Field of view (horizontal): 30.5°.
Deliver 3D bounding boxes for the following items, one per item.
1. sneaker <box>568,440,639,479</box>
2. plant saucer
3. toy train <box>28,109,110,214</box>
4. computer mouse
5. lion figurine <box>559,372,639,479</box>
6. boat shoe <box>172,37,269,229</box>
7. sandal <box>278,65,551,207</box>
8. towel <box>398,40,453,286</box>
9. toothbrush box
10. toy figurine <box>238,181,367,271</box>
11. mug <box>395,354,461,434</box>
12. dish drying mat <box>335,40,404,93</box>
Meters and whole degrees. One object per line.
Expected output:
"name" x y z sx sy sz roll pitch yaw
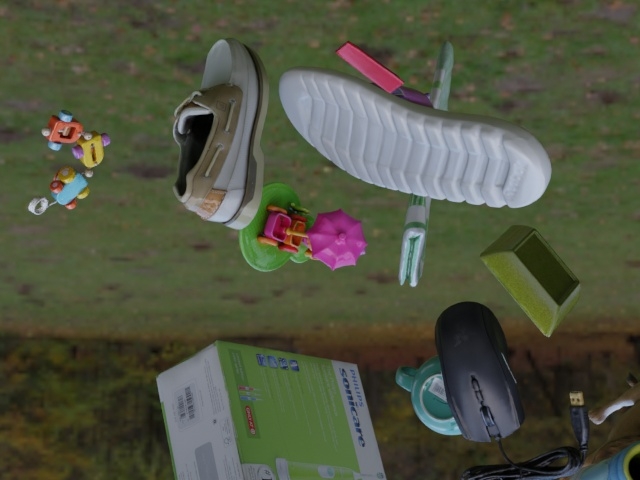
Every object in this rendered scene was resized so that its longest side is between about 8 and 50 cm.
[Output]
"sneaker" 0.514 0.372 1.589 0.319 0.127 0.208 19 147 -5
"plant saucer" 0.392 0.059 2.114 0.045 0.188 0.188 -42 176 34
"toy train" -0.378 -0.121 1.717 0.125 0.166 0.046 -7 -142 -49
"computer mouse" 0.249 0.201 1.543 0.184 0.262 0.060 -12 174 17
"lion figurine" 0.553 0.333 2.034 0.142 0.392 0.240 32 141 -5
"boat shoe" -0.140 -0.162 1.591 0.103 0.302 0.113 18 140 -30
"sandal" 0.128 -0.146 1.579 0.416 0.102 0.169 23 141 29
"towel" 0.172 -0.114 1.869 0.038 0.325 0.248 10 159 7
"toothbrush box" -0.056 0.259 1.516 0.122 0.206 0.283 -32 151 32
"toy figurine" 0.000 0.000 1.647 0.159 0.130 0.173 14 173 39
"mug" 0.196 0.244 1.850 0.157 0.129 0.097 -21 172 25
"dish drying mat" 0.057 -0.202 1.365 0.083 0.008 0.032 33 148 -17
